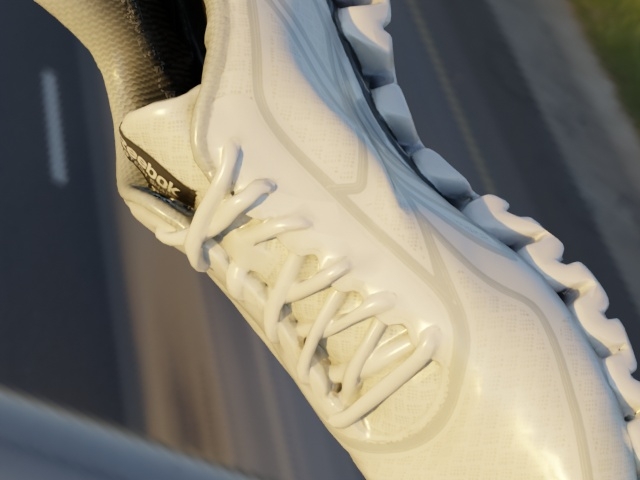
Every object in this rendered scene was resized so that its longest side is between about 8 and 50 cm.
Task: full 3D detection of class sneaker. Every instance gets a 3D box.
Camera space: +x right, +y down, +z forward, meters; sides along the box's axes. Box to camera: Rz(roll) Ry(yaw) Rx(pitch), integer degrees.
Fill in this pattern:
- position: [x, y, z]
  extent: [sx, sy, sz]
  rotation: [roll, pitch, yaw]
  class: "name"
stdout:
- position: [0.000, 0.000, 0.586]
  extent: [0.118, 0.110, 0.292]
  rotation: [-7, 61, -55]
  class: "sneaker"
